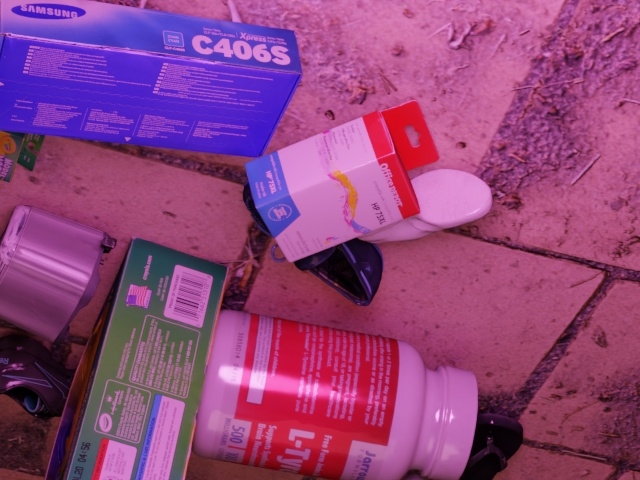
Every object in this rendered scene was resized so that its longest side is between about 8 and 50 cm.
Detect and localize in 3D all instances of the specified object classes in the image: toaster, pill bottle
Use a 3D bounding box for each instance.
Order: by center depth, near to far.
[{"bbox_3d":[-0.397,0.043,1.896,0.146,0.129,0.227,23,141,-16],"label":"toaster"},{"bbox_3d":[0.020,0.247,2.007,0.407,0.229,0.229,10,142,-4],"label":"pill bottle"}]

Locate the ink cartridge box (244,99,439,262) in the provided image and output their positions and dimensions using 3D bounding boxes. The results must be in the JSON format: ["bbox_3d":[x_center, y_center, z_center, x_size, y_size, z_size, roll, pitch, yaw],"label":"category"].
[{"bbox_3d":[0.038,-0.074,1.664,0.231,0.078,0.134,-21,142,7],"label":"ink cartridge box"}]

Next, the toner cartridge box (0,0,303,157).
[{"bbox_3d":[-0.212,-0.190,1.549,0.347,0.075,0.165,5,143,-21],"label":"toner cartridge box"}]

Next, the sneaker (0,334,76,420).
[{"bbox_3d":[-0.435,0.258,2.194,0.267,0.106,0.101,31,135,-30],"label":"sneaker"}]

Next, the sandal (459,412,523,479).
[{"bbox_3d":[0.285,0.374,2.267,0.097,0.055,0.254,9,142,-2],"label":"sandal"}]

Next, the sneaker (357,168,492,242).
[{"bbox_3d":[0.140,-0.036,1.768,0.212,0.080,0.094,-9,152,30],"label":"sneaker"}]

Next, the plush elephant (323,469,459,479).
[{"bbox_3d":[0.091,0.430,2.236,0.271,0.255,0.330,-15,131,12],"label":"plush elephant"}]

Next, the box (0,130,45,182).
[{"bbox_3d":[-0.459,-0.138,1.745,0.179,0.043,0.105,16,142,-14],"label":"box"}]

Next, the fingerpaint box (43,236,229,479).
[{"bbox_3d":[-0.295,0.283,1.928,0.163,0.445,0.371,18,141,-11],"label":"fingerpaint box"}]

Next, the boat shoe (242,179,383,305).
[{"bbox_3d":[0.000,0.000,1.809,0.258,0.089,0.109,32,135,-28],"label":"boat shoe"}]
